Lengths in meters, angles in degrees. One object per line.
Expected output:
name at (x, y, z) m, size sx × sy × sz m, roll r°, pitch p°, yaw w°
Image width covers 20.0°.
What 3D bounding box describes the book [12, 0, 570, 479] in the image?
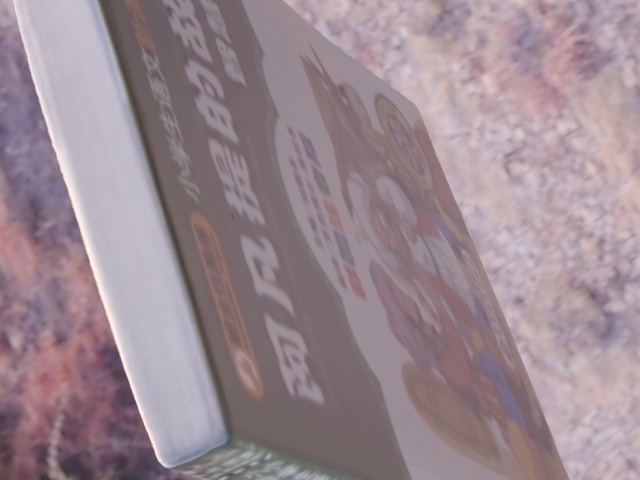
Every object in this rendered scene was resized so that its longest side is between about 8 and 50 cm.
book at (0.000, 0.000, 0.571) m, size 0.027 × 0.264 × 0.202 m, roll -28°, pitch 63°, yaw 18°
